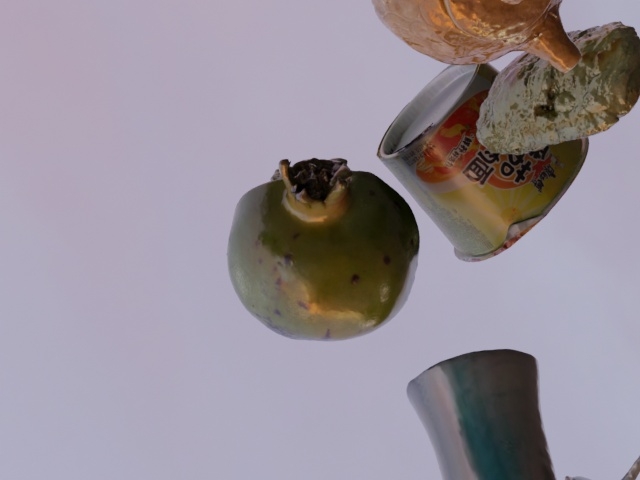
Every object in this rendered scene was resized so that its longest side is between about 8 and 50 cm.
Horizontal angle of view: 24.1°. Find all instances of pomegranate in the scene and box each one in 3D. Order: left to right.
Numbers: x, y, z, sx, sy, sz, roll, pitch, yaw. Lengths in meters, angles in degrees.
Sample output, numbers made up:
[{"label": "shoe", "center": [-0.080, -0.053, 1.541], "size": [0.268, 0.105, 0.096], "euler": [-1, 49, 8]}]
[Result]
[{"label": "pomegranate", "center": [0.000, 0.000, 1.969], "size": [0.340, 0.260, 0.260], "euler": [77, -172, -60]}]

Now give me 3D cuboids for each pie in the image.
[{"label": "pie", "center": [0.297, -0.197, 1.854], "size": [0.090, 0.248, 0.201], "euler": [49, -128, -23]}]

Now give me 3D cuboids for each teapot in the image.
[{"label": "teapot", "center": [0.147, -0.269, 1.443], "size": [0.311, 0.203, 0.167], "euler": [40, -174, -31]}]

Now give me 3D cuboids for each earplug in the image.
[{"label": "earplug", "center": [0.235, 0.326, 1.975], "size": [0.185, 0.185, 0.324], "euler": [15, -128, -41]}]

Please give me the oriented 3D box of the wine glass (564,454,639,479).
[{"label": "wine glass", "center": [0.314, 0.178, 1.386], "size": [0.122, 0.183, 0.122], "euler": [29, -167, -7]}]

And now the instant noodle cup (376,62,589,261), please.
[{"label": "instant noodle cup", "center": [0.221, -0.128, 2.132], "size": [0.200, 0.264, 0.264], "euler": [43, -139, -14]}]
